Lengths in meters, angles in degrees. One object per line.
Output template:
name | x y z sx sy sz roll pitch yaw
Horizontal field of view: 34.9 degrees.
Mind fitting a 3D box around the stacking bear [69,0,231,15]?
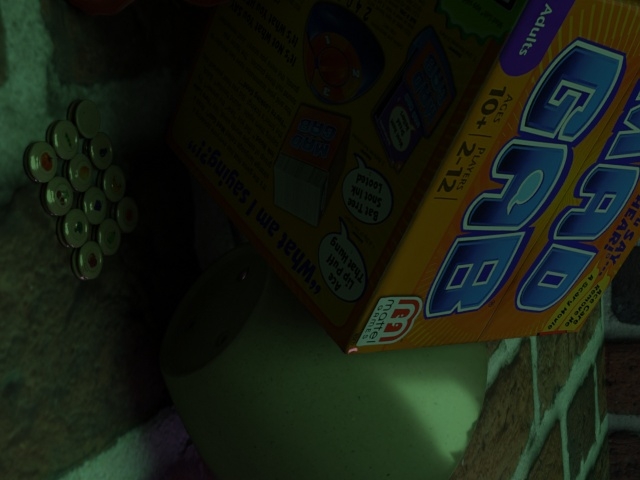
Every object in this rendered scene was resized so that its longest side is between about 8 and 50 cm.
stacking bear | -0.141 -0.366 0.976 0.289 0.175 0.164 -78 161 -45

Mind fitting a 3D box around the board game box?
board game box | 0.124 -0.145 1.018 0.356 0.356 0.356 0 126 -42

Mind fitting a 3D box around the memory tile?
memory tile | -0.220 -0.048 0.958 0.113 0.012 0.148 -60 141 -47

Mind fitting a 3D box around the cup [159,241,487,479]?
cup | -0.027 0.133 1.076 0.237 0.331 0.331 40 50 -26
